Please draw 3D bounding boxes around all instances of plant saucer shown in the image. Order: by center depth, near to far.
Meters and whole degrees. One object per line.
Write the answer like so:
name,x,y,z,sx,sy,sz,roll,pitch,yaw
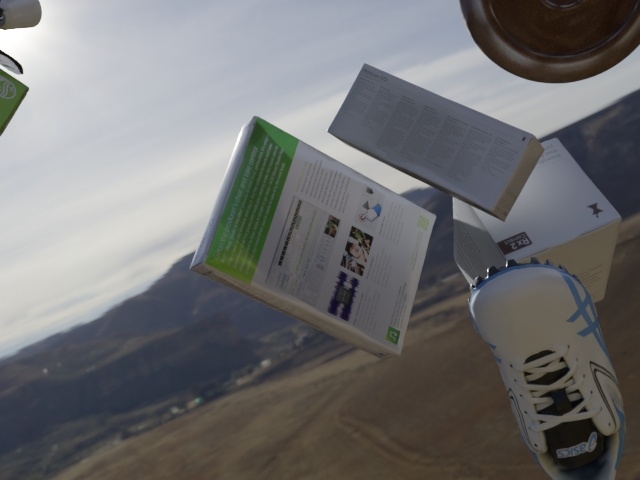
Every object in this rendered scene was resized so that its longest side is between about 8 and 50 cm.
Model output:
plant saucer,0.358,-0.386,1.315,0.311,0.310,0.050,-25,11,15

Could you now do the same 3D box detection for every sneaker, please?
sneaker,0.170,0.102,0.631,0.085,0.237,0.086,-23,40,12

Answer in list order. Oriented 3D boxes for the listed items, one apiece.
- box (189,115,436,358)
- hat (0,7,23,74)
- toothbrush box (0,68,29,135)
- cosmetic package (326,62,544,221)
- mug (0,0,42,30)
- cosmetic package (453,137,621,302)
box,0.000,0.000,1.248,0.058,0.322,0.232,-22,45,56
hat,-0.508,-0.354,1.168,0.134,0.331,0.331,-58,-1,-1
toothbrush box,-0.453,-0.137,0.825,0.206,0.283,0.122,-30,32,45
cosmetic package,0.132,-0.118,1.050,0.098,0.239,0.060,-62,-30,3
mug,-0.469,-0.341,1.349,0.064,0.062,0.078,-43,-18,-52
cosmetic package,0.268,0.000,1.137,0.151,0.151,0.183,-22,-37,-8
